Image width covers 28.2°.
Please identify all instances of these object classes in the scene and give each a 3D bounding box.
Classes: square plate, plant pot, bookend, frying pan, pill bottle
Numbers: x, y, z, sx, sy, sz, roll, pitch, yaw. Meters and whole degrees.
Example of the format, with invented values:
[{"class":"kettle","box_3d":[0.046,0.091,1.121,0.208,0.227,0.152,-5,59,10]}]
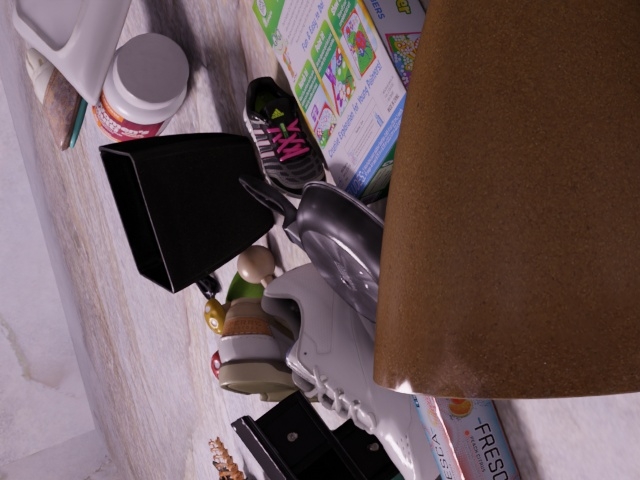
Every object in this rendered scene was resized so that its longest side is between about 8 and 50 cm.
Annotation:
[{"class":"square plate","box_3d":[-0.316,-0.391,1.669,0.344,0.049,0.347,42,117,53]},{"class":"plant pot","box_3d":[-0.170,-0.057,1.684,0.188,0.167,0.187,19,128,67]},{"class":"bookend","box_3d":[0.011,0.222,1.438,0.156,0.157,0.072,54,160,3]},{"class":"frying pan","box_3d":[-0.002,-0.014,1.311,0.326,0.053,0.197,38,161,25]},{"class":"pill bottle","box_3d":[-0.258,-0.217,1.833,0.121,0.121,0.221,69,162,3]},{"class":"plant pot","box_3d":[0.139,-0.045,0.796,0.237,0.237,0.254,178,86,-70]}]

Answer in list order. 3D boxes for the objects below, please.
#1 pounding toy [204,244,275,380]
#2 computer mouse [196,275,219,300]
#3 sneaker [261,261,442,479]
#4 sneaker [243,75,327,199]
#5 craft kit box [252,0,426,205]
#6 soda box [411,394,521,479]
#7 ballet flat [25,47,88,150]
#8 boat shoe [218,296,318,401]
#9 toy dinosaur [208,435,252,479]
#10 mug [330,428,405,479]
[{"class":"pounding toy","box_3d":[-0.106,0.123,1.783,0.183,0.110,0.237,64,161,14]},{"class":"computer mouse","box_3d":[-0.230,-0.039,2.047,0.184,0.060,0.262,43,160,45]},{"class":"sneaker","box_3d":[0.036,0.148,1.381,0.297,0.129,0.111,58,151,26]},{"class":"sneaker","box_3d":[-0.044,-0.120,1.429,0.074,0.063,0.170,85,162,-53]},{"class":"craft kit box","box_3d":[0.024,-0.183,1.192,0.246,0.061,0.250,63,160,11]},{"class":"soda box","box_3d":[0.150,0.215,1.247,0.183,0.058,0.063,71,161,-1]},{"class":"ballet flat","box_3d":[-0.368,-0.276,1.858,0.107,0.106,0.316,122,162,-62]},{"class":"boat shoe","box_3d":[-0.037,0.138,1.529,0.302,0.113,0.103,43,-137,-71]},{"class":"toy dinosaur","box_3d":[-0.134,0.491,2.263,0.218,0.164,0.321,13,105,51]},{"class":"mug","box_3d":[0.036,0.288,1.566,0.129,0.158,0.097,-88,-11,-77]}]
